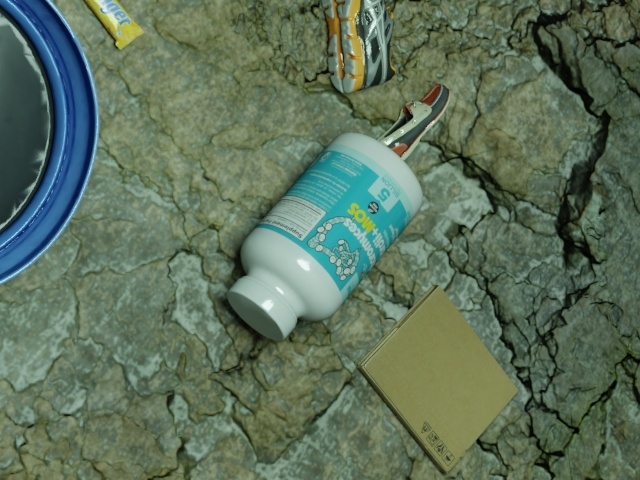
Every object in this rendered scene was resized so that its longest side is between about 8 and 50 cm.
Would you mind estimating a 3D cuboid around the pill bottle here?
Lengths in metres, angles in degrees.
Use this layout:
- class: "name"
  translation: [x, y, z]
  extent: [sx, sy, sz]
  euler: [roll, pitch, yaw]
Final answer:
- class: "pill bottle"
  translation: [0.000, 0.000, 1.738]
  extent: [0.146, 0.146, 0.264]
  euler: [47, 69, -19]

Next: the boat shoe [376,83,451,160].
- class: "boat shoe"
  translation: [0.125, -0.163, 1.869]
  extent: [0.043, 0.049, 0.137]
  euler: [43, 74, -18]

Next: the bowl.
- class: "bowl"
  translation: [-0.438, -0.128, 1.517]
  extent: [0.391, 0.077, 0.391]
  euler: [-5, 100, -30]

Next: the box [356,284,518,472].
- class: "box"
  translation: [0.163, 0.188, 1.889]
  extent: [0.164, 0.021, 0.201]
  euler: [-45, 108, -22]

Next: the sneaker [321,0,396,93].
- class: "sneaker"
  translation: [0.055, -0.302, 1.821]
  extent: [0.083, 0.084, 0.214]
  euler: [-6, 100, -30]

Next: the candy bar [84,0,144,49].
- class: "candy bar"
  translation: [-0.276, -0.305, 1.674]
  extent: [0.040, 0.018, 0.161]
  euler: [-44, 109, -23]
